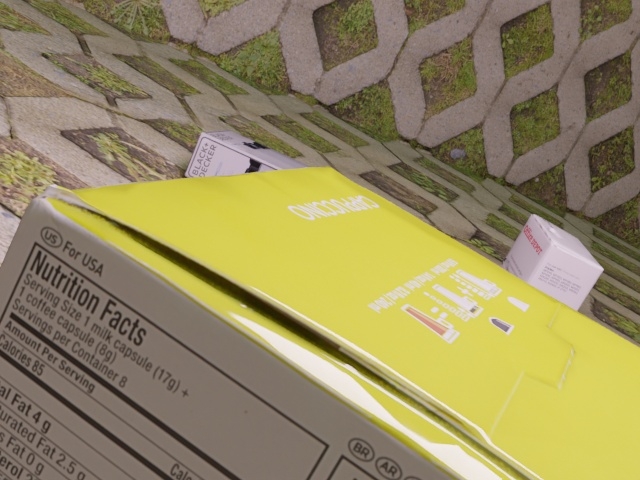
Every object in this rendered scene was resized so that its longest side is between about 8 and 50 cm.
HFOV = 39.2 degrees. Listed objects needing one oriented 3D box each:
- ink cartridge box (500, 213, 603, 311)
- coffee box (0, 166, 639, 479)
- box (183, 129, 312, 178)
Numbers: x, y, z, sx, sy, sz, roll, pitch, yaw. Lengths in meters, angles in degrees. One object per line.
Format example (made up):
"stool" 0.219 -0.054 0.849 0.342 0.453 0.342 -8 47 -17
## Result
"ink cartridge box" 0.342 0.097 1.472 0.100 0.237 0.172 26 16 -7
"coffee box" 0.013 0.181 0.491 0.338 0.334 0.337 32 16 14
"box" -0.081 -0.104 1.632 0.290 0.087 0.169 25 13 9
